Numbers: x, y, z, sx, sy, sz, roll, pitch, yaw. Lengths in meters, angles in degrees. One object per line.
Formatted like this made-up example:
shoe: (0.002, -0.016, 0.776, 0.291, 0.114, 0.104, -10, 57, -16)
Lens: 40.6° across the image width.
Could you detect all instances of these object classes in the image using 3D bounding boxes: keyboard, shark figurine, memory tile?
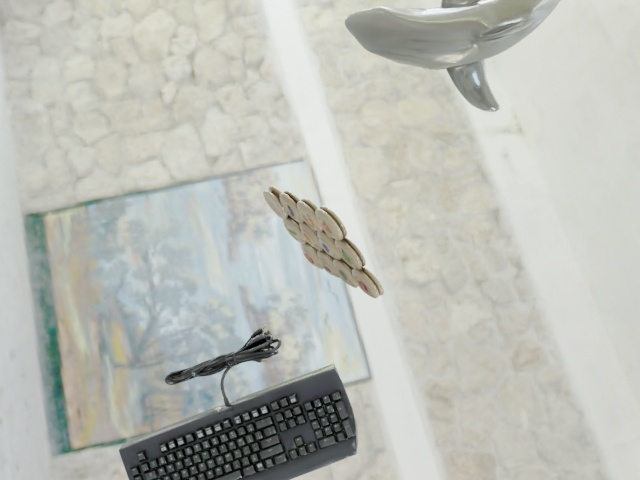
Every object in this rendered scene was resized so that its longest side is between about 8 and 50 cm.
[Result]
keyboard: (-0.119, 0.237, 1.149, 0.033, 0.317, 0.202, 38, 30, -79)
shark figurine: (0.180, -0.225, 0.780, 0.166, 0.278, 0.116, 48, 3, -13)
memory tile: (0.000, 0.000, 0.858, 0.113, 0.012, 0.148, 58, -16, -27)
